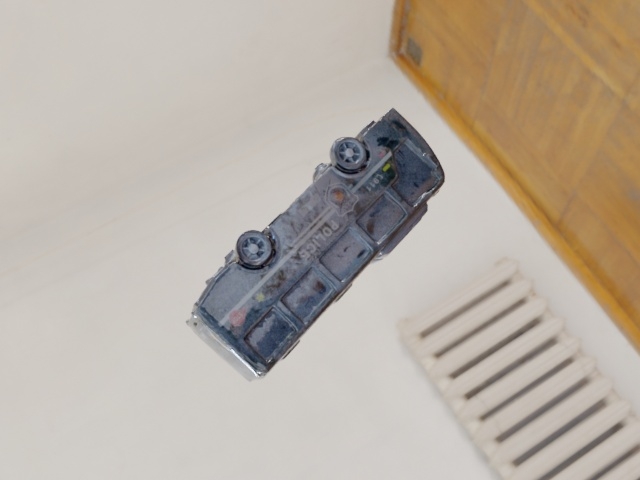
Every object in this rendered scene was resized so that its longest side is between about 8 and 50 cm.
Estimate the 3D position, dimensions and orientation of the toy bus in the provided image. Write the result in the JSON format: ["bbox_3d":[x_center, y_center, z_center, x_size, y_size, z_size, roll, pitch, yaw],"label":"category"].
[{"bbox_3d":[0.000,0.000,0.434,0.065,0.166,0.047,45,159,0],"label":"toy bus"}]
